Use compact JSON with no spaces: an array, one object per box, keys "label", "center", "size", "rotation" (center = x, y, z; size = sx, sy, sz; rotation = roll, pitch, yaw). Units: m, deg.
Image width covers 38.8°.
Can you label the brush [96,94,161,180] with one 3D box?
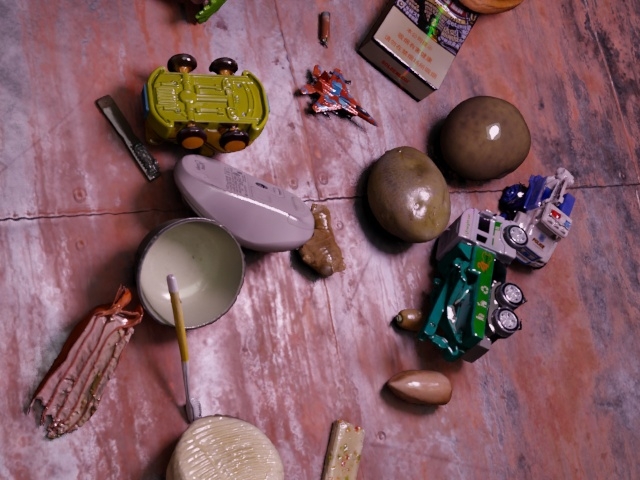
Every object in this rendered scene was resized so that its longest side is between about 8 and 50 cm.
[{"label":"brush","center":[-0.370,-0.203,1.769],"size":[0.034,0.027,0.190],"rotation":[-34,91,-34]}]

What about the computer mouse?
[{"label":"computer mouse","center":[-0.157,-0.060,1.769],"size":[0.297,0.121,0.184],"rotation":[18,24,-21]}]

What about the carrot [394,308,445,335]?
[{"label":"carrot","center":[0.269,0.190,1.980],"size":[0.255,0.049,0.049],"rotation":[16,67,-28]}]

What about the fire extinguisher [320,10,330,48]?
[{"label":"fire extinguisher","center":[0.012,-0.478,2.066],"size":[0.028,0.022,0.083],"rotation":[26,59,-53]}]

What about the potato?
[{"label":"potato","center":[0.192,-0.100,1.970],"size":[0.178,0.160,0.235],"rotation":[35,43,-42]}]

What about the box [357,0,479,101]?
[{"label":"box","center":[0.242,-0.504,2.160],"size":[0.198,0.084,0.310],"rotation":[37,61,-13]}]

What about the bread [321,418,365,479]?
[{"label":"bread","center":[0.044,0.435,1.790],"size":[0.068,0.028,0.153],"rotation":[23,66,-22]}]

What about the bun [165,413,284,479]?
[{"label":"bun","center":[-0.169,0.423,1.616],"size":[0.221,0.134,0.220],"rotation":[21,37,-18]}]

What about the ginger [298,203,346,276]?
[{"label":"ginger","center":[-0.008,0.001,1.880],"size":[0.096,0.067,0.165],"rotation":[-3,63,-29]}]

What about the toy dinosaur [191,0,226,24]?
[{"label":"toy dinosaur","center":[-0.279,-0.544,1.881],"size":[0.194,0.152,0.177],"rotation":[-42,97,10]}]

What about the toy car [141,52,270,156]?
[{"label":"toy car","center":[-0.231,-0.249,1.790],"size":[0.248,0.142,0.200],"rotation":[3,62,-20]}]

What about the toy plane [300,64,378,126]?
[{"label":"toy plane","center":[0.048,-0.304,2.008],"size":[0.189,0.061,0.130],"rotation":[38,60,-18]}]

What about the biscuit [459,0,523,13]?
[{"label":"biscuit","center":[0.325,-0.731,2.228],"size":[0.455,0.078,0.349],"rotation":[41,46,-10]}]

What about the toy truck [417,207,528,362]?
[{"label":"toy truck","center":[0.325,0.099,1.936],"size":[0.178,0.176,0.363],"rotation":[27,52,-10]}]

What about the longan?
[{"label":"longan","center":[0.378,-0.235,2.087],"size":[0.220,0.196,0.196],"rotation":[-4,76,-24]}]

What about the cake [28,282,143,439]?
[{"label":"cake","center":[-0.406,0.211,1.593],"size":[0.098,0.135,0.287],"rotation":[35,81,-20]}]

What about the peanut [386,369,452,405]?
[{"label":"peanut","center":[0.208,0.307,1.891],"size":[0.152,0.076,0.076],"rotation":[12,69,-21]}]

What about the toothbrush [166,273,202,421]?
[{"label":"toothbrush","center":[-0.246,0.196,1.644],"size":[0.024,0.021,0.288],"rotation":[-22,113,-43]}]

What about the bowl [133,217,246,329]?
[{"label":"bowl","center":[-0.255,0.050,1.678],"size":[0.212,0.112,0.211],"rotation":[-9,107,-29]}]

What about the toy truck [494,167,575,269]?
[{"label":"toy truck","center":[0.513,-0.051,2.108],"size":[0.161,0.177,0.213],"rotation":[36,60,-16]}]
